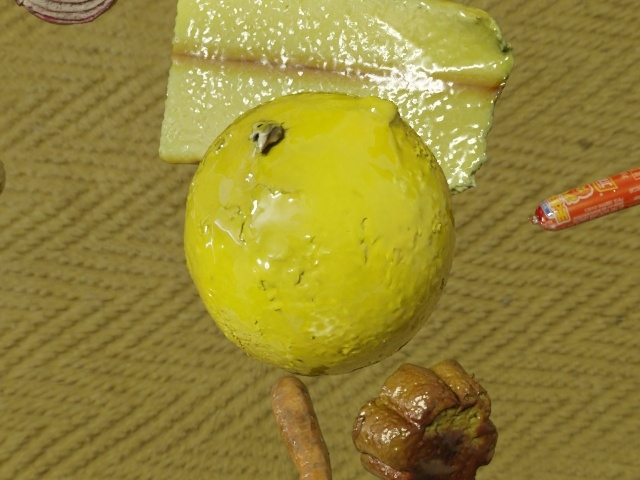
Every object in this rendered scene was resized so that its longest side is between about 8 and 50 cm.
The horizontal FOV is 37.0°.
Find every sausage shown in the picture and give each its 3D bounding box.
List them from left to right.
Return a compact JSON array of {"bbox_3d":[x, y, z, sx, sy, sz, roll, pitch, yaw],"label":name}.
[{"bbox_3d":[0.248,-0.037,0.855,0.129,0.034,0.034,-18,87,3],"label":"sausage"}]

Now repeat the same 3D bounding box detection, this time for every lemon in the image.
[{"bbox_3d":[0.000,0.000,0.604,0.173,0.206,0.174,2,53,-3],"label":"lemon"}]

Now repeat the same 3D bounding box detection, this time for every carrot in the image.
[{"bbox_3d":[-0.009,0.177,0.780,0.035,0.036,0.165,-20,48,-4],"label":"carrot"}]

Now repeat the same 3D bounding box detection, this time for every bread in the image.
[{"bbox_3d":[0.010,-0.176,1.057,0.244,0.361,0.233,4,96,-31],"label":"bread"},{"bbox_3d":[0.173,0.302,1.547,0.246,0.135,0.232,29,89,-34],"label":"bread"}]

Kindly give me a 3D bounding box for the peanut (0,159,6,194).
[{"bbox_3d":[-0.482,-0.102,1.160,0.214,0.090,0.099,17,49,1],"label":"peanut"}]

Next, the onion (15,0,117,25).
[{"bbox_3d":[-0.391,-0.467,1.512,0.216,0.206,0.207,-3,52,6],"label":"onion"}]
